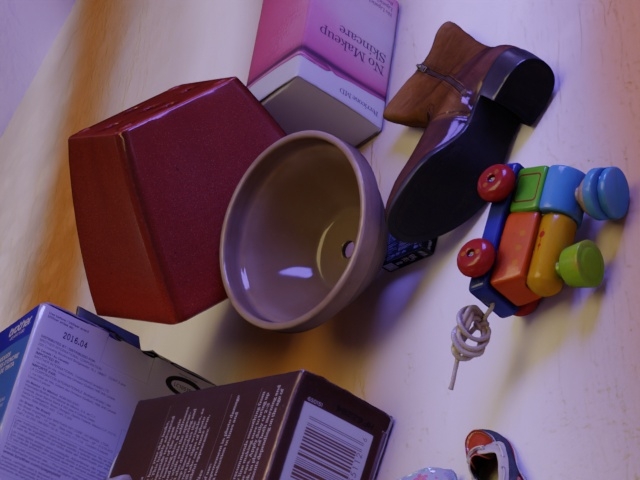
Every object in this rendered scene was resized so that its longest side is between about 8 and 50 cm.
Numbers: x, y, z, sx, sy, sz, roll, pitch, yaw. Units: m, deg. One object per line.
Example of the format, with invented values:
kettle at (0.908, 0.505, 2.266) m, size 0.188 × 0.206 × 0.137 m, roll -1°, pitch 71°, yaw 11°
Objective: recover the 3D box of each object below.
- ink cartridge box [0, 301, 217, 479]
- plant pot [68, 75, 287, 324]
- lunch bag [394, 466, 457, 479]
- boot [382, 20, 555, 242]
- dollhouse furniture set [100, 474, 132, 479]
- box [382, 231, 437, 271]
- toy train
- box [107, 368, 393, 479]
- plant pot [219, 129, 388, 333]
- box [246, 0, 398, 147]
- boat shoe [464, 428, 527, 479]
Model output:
ink cartridge box at (-0.299, 0.261, 2.274) m, size 0.151 × 0.270 × 0.396 m, roll -29°, pitch 40°, yaw 51°
plant pot at (-0.170, -0.063, 2.294) m, size 0.267 × 0.236 × 0.267 m, roll -28°, pitch 13°, yaw -25°
lunch bag at (0.102, 0.267, 1.797) m, size 0.083 × 0.053 × 0.071 m, roll -26°, pitch 34°, yaw 9°
boot at (0.124, -0.135, 2.126) m, size 0.264 × 0.096 × 0.280 m, roll -58°, pitch 25°, yaw 1°
dollhouse furniture set at (-0.157, 0.399, 1.884) m, size 0.198 × 0.151 × 0.302 m, roll -106°, pitch 18°, yaw -44°
box at (0.106, -0.005, 2.114) m, size 0.083 × 0.018 × 0.067 m, roll -26°, pitch 42°, yaw 50°
toy train at (0.216, 0.036, 1.796) m, size 0.143 × 0.105 × 0.248 m, roll -8°, pitch 56°, yaw 43°
box at (-0.099, 0.275, 2.058) m, size 0.381 × 0.143 × 0.191 m, roll -14°, pitch 51°, yaw 54°
plant pot at (0.000, 0.000, 2.120) m, size 0.237 × 0.109 × 0.237 m, roll -19°, pitch 62°, yaw 40°
box at (0.001, -0.239, 2.397) m, size 0.127 × 0.148 × 0.232 m, roll -33°, pitch 37°, yaw 42°
boat shoe at (0.163, 0.218, 1.749) m, size 0.049 × 0.043 × 0.137 m, roll -55°, pitch 25°, yaw 14°
